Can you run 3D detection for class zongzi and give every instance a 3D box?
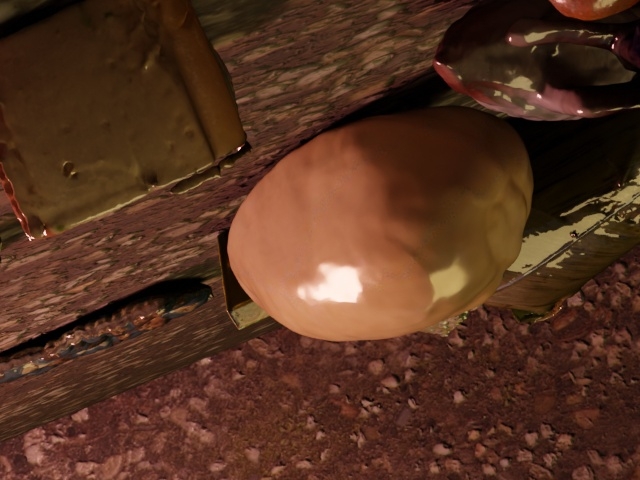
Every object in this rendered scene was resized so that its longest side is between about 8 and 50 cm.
[{"bbox_3d":[0.170,-0.060,1.635,0.361,0.160,0.323,11,138,-30],"label":"zongzi"}]

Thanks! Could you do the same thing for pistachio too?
[{"bbox_3d":[0.045,-0.014,1.305,0.188,0.187,0.299,-18,179,-40],"label":"pistachio"}]

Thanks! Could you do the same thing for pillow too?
[{"bbox_3d":[-0.250,0.107,1.839,0.256,0.034,0.189,-24,174,12],"label":"pillow"}]

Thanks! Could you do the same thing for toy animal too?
[{"bbox_3d":[0.164,-0.119,1.032,0.195,0.090,0.324,5,-166,0],"label":"toy animal"}]

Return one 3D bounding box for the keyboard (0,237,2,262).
[{"bbox_3d":[-0.365,0.068,1.113,0.317,0.027,0.106,-21,173,-18],"label":"keyboard"}]

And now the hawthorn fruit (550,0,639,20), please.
[{"bbox_3d":[0.156,-0.165,0.872,0.067,0.066,0.103,-19,151,-32],"label":"hawthorn fruit"}]

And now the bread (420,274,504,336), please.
[{"bbox_3d":[0.083,0.040,1.577,0.232,0.064,0.172,-4,152,28],"label":"bread"}]

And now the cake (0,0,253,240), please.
[{"bbox_3d":[-0.101,-0.073,0.785,0.109,0.090,0.225,-25,-167,0],"label":"cake"}]

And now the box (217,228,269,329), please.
[{"bbox_3d":[0.000,0.000,1.514,0.193,0.030,0.121,-23,-145,7],"label":"box"}]
